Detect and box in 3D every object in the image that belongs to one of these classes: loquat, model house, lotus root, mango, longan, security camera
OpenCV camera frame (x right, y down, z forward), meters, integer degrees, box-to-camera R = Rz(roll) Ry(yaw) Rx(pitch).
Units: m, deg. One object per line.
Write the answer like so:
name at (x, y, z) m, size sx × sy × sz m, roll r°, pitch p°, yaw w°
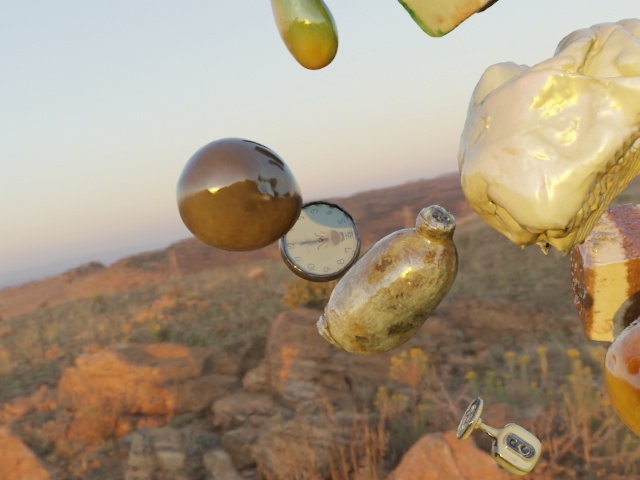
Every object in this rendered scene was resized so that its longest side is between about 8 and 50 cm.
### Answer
loquat at (0.667, 0.255, 1.540) m, size 0.276 × 0.284 × 0.276 m, roll -35°, pitch -28°, yaw -22°
model house at (0.301, -0.651, 1.840) m, size 0.280 × 0.312 × 0.245 m, roll -41°, pitch 4°, yaw -26°
lotus root at (0.136, 0.086, 1.506) m, size 0.175 × 0.175 × 0.349 m, roll -14°, pitch -29°, yaw -52°
mango at (-0.047, -0.505, 1.904) m, size 0.114 × 0.251 × 0.156 m, roll -35°, pitch 11°, yaw -14°
longan at (-0.139, -0.075, 1.385) m, size 0.197 × 0.196 × 0.220 m, roll -9°, pitch -10°, yaw 38°
security camera at (0.206, 0.223, 0.954) m, size 0.092 × 0.058 × 0.058 m, roll 28°, pitch 7°, yaw 5°

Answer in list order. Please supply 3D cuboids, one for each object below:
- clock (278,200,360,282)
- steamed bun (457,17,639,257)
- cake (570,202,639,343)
clock at (0.000, 0.000, 1.857) m, size 0.185 × 0.184 × 0.040 m, roll -11°, pitch -15°, yaw -6°
steamed bun at (0.276, -0.137, 0.986) m, size 0.280 × 0.207 × 0.268 m, roll -55°, pitch -21°, yaw 18°
cake at (0.757, 0.072, 2.014) m, size 0.290 × 0.282 × 0.255 m, roll -5°, pitch 30°, yaw 7°
